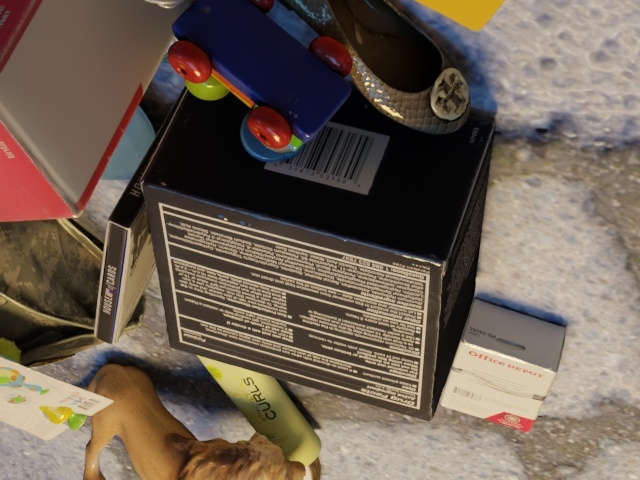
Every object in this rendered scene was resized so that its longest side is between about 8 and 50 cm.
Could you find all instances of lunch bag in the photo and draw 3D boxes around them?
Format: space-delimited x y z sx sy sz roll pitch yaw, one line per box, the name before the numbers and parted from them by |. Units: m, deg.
lunch bag | -0.378 0.065 1.957 0.235 0.168 0.287 -21 137 40

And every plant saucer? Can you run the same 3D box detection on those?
plant saucer | -0.254 -0.137 1.706 0.195 0.037 0.195 14 147 9

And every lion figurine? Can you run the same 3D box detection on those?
lion figurine | -0.204 0.266 2.133 0.392 0.142 0.240 34 136 20

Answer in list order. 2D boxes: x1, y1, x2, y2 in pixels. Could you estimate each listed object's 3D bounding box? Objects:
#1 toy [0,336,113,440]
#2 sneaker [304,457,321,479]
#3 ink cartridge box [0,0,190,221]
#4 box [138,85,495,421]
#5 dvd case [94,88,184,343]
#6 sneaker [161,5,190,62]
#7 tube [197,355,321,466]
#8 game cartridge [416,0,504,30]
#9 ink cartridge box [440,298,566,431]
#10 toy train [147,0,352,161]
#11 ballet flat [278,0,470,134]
toy | -0.366 0.149 1.876 0.237 0.056 0.137 30 137 -31
sneaker | -0.039 0.302 2.225 0.067 0.042 0.118 5 137 16
ink cartridge box | -0.349 -0.162 1.498 0.385 0.279 0.160 -4 140 32
box | 0.000 0.000 1.634 0.296 0.182 0.294 15 146 11
dvd case | -0.178 -0.021 1.704 0.030 0.179 0.238 24 147 3
sneaker | -0.120 -0.182 1.549 0.167 0.065 0.076 -4 144 35
tube | -0.079 0.197 2.084 0.070 0.062 0.240 -32 127 2
game cartridge | 0.048 -0.319 1.274 0.324 0.052 0.285 25 147 -11
ink cartridge box | 0.202 0.140 1.839 0.109 0.063 0.150 18 147 5
toy train | -0.096 -0.170 1.445 0.248 0.105 0.143 39 162 1
ballet flat | 0.046 -0.183 1.442 0.250 0.084 0.058 42 150 -21
